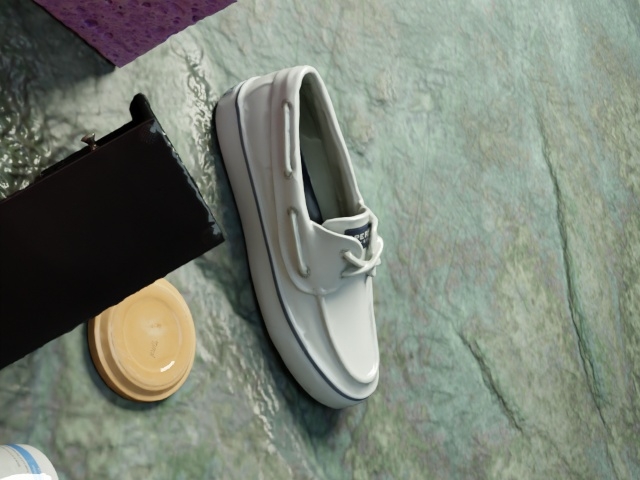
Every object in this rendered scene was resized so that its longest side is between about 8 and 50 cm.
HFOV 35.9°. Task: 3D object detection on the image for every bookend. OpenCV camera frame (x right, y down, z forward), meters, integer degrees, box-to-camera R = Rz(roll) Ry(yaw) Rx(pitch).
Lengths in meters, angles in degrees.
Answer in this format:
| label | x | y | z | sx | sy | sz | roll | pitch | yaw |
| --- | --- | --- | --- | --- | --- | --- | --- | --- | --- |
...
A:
| label | x | y | z | sx | sy | sz | roll | pitch | yaw |
| --- | --- | --- | --- | --- | --- | --- | --- | --- | --- |
| bookend | -0.144 | -0.008 | 0.544 | 0.072 | 0.156 | 0.157 | 61 | -4 | -17 |

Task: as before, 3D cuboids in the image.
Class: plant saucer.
| label | x | y | z | sx | sy | sz | roll | pitch | yaw |
| --- | --- | --- | --- | --- | --- | --- | --- | --- | --- |
| plant saucer | -0.110 | 0.060 | 0.627 | 0.083 | 0.013 | 0.083 | 19 | 65 | -46 |

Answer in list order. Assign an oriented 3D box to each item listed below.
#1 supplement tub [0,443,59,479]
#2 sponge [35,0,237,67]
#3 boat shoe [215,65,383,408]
| label | x | y | z | sx | sy | sz | roll | pitch | yaw |
| --- | --- | --- | --- | --- | --- | --- | --- | --- | --- |
| supplement tub | -0.184 | 0.133 | 0.467 | 0.107 | 0.071 | 0.071 | 11 | 70 | -49 |
| sponge | -0.153 | -0.189 | 0.570 | 0.210 | 0.117 | 0.031 | 38 | 50 | -37 |
| boat shoe | 0.000 | 0.000 | 0.724 | 0.095 | 0.084 | 0.258 | -30 | 102 | -51 |
